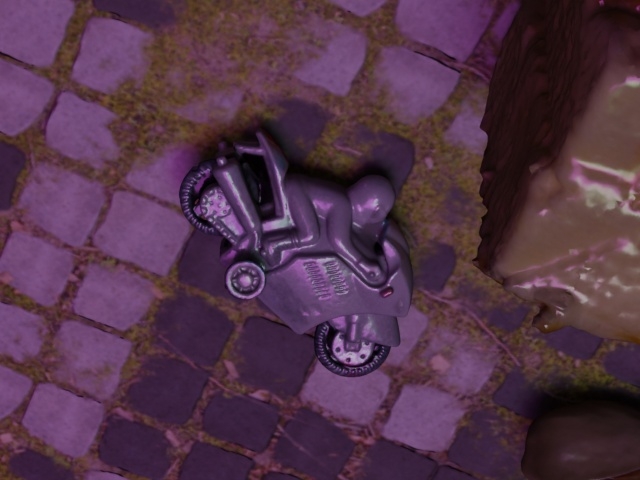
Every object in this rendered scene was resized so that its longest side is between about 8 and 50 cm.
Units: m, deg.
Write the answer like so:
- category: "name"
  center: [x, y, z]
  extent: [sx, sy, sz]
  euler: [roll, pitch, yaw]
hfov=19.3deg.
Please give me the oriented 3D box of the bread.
- category: "bread"
  center: [0.335, -0.097, 1.474]
  extent: [0.390, 0.371, 0.279]
  euler: [11, 122, 0]

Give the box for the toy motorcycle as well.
- category: "toy motorcycle"
  center: [0.000, 0.000, 1.737]
  extent: [0.171, 0.110, 0.260]
  euler: [-40, 104, 9]

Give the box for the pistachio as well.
- category: "pistachio"
  center: [0.268, 0.207, 1.829]
  extent: [0.149, 0.113, 0.113]
  euler: [-6, 122, 4]
